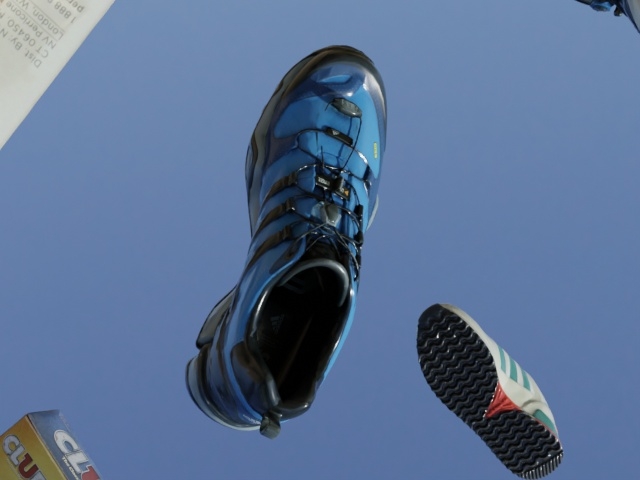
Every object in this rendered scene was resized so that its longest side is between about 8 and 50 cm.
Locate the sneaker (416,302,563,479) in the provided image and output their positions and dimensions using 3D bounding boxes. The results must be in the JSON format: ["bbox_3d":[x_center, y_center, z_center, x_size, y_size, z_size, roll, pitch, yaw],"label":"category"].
[{"bbox_3d":[0.128,0.109,1.483,0.057,0.161,0.075,-37,-168,14],"label":"sneaker"}]

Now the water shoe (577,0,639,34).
[{"bbox_3d":[0.185,-0.161,1.141,0.073,0.080,0.203,19,-141,-21],"label":"water shoe"}]

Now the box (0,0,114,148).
[{"bbox_3d":[-0.247,-0.039,0.887,0.311,0.121,0.148,-55,-151,-14],"label":"box"}]

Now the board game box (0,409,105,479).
[{"bbox_3d":[-0.165,0.250,1.187,0.165,0.243,0.042,-39,165,18],"label":"board game box"}]

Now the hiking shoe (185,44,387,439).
[{"bbox_3d":[0.000,0.000,1.425,0.113,0.304,0.132,18,173,-24],"label":"hiking shoe"}]
